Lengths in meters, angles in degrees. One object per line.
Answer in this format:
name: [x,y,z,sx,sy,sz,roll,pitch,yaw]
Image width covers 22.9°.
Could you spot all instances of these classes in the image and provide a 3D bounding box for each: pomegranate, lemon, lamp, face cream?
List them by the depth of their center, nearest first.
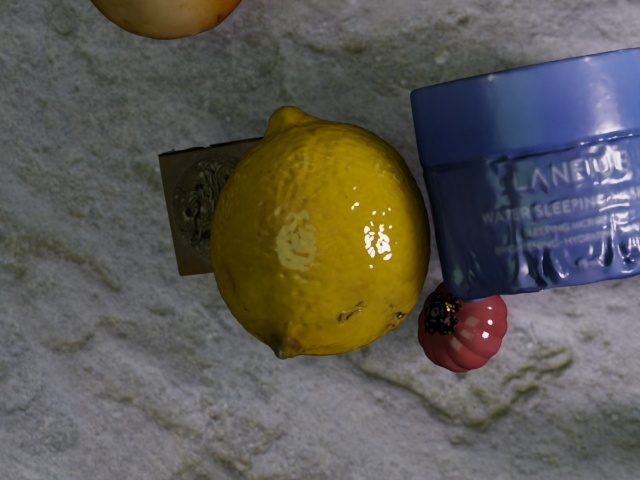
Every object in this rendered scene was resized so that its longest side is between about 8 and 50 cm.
face cream: [0.229,-0.065,1.595,0.249,0.249,0.225,-10,94,25]
lemon: [0.001,-0.009,1.619,0.228,0.228,0.254,5,95,24]
lamp: [0.155,0.091,1.729,0.107,0.092,0.108,-26,52,39]
pomegranate: [-0.172,-0.333,1.771,0.233,0.233,0.233,3,96,24]

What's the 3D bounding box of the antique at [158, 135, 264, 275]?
antique: [-0.089,-0.044,1.797,0.146,0.148,0.152,-8,94,27]
